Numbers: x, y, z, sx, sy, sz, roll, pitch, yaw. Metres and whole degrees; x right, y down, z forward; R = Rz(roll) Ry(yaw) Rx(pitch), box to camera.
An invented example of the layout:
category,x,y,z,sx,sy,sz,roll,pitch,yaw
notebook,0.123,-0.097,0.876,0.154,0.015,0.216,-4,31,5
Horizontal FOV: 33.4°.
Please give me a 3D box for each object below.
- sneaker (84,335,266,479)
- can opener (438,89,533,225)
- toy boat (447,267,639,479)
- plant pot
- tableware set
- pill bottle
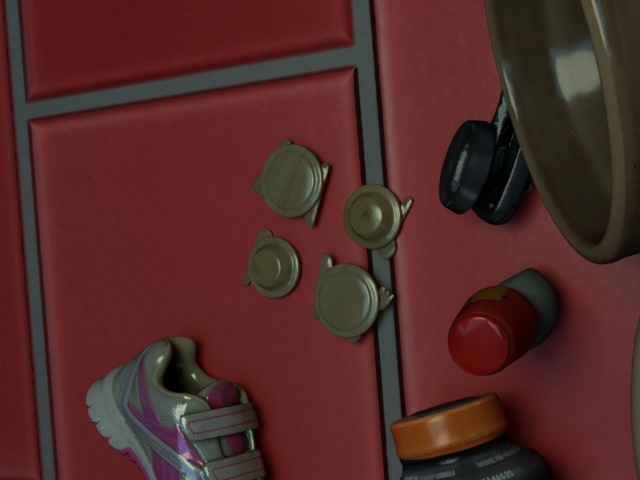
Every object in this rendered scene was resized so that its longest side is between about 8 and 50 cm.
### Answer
category,x,y,z,sx,sy,sz,roll,pitch,yaw
sneaker,-0.103,0.185,0.944,0.252,0.103,0.111,46,114,19
can opener,0.154,-0.100,0.814,0.059,0.073,0.186,27,96,34
toy boat,0.249,0.080,0.734,0.318,0.148,0.267,12,103,21
plant pot,0.243,-0.136,0.662,0.229,0.263,0.263,-15,84,-1
tableware set,0.000,0.000,0.925,0.169,0.020,0.141,26,102,27
pill bottle,0.128,0.242,0.802,0.130,0.130,0.245,-20,82,28
